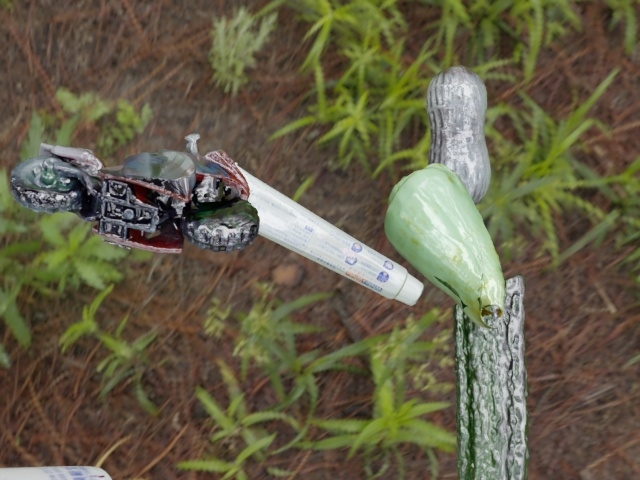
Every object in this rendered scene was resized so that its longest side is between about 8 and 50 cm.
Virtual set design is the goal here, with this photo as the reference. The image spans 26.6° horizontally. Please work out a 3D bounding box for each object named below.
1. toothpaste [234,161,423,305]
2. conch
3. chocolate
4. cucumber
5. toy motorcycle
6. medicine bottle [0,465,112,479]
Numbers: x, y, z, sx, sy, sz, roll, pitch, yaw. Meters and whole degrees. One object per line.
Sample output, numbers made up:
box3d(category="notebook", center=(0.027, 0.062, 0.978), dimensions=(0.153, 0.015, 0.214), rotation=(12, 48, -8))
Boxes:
box3d(category="toothpaste", center=(0.000, 0.000, 1.264), dimensions=(0.218, 0.033, 0.052), rotation=(29, 78, -13))
box3d(category="conch", center=(0.112, 0.011, 1.125), dimensions=(0.079, 0.106, 0.170), rotation=(-37, 54, 13))
box3d(category="chocolate", center=(0.154, -0.113, 1.513), dimensions=(0.072, 0.072, 0.167), rotation=(2, 85, -16))
box3d(category="cucumber", center=(0.163, 0.165, 1.277), dimensions=(0.077, 0.077, 0.265), rotation=(1, 79, -16))
box3d(category="toy motorcycle", center=(-0.150, -0.047, 1.149), dimensions=(0.213, 0.082, 0.122), rotation=(13, 27, 4))
box3d(category="medicine bottle", center=(-0.295, 0.205, 0.812), dimensions=(0.341, 0.130, 0.130), rotation=(3, 71, -28))
